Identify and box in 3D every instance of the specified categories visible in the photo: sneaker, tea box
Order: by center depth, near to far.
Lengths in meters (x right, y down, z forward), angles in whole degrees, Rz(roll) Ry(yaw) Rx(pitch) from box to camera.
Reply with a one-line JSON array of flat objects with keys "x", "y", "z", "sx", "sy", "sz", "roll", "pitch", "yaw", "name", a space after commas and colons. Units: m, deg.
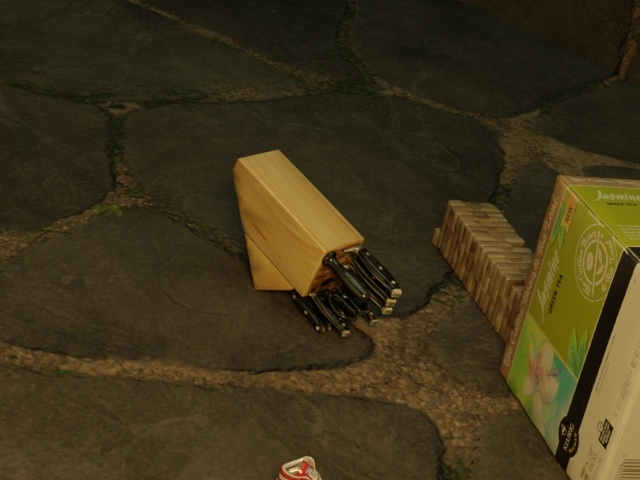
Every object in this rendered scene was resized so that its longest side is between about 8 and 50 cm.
[{"x": 0.004, "y": 0.292, "z": 1.449, "sx": 0.118, "sy": 0.067, "sz": 0.042, "roll": 12, "pitch": 28, "yaw": -1, "name": "sneaker"}, {"x": 0.427, "y": 0.131, "z": 1.652, "sx": 0.219, "sy": 0.329, "sz": 0.323, "roll": 3, "pitch": 28, "yaw": -18, "name": "tea box"}]

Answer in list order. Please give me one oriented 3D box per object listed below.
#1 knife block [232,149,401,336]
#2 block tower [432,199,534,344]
[{"x": 0.000, "y": 0.000, "z": 1.828, "sx": 0.242, "sy": 0.276, "sz": 0.088, "roll": -3, "pitch": 10, "yaw": 45, "name": "knife block"}, {"x": 0.288, "y": 0.047, "z": 2.009, "sx": 0.090, "sy": 0.097, "sz": 0.335, "roll": 2, "pitch": 28, "yaw": -21, "name": "block tower"}]
